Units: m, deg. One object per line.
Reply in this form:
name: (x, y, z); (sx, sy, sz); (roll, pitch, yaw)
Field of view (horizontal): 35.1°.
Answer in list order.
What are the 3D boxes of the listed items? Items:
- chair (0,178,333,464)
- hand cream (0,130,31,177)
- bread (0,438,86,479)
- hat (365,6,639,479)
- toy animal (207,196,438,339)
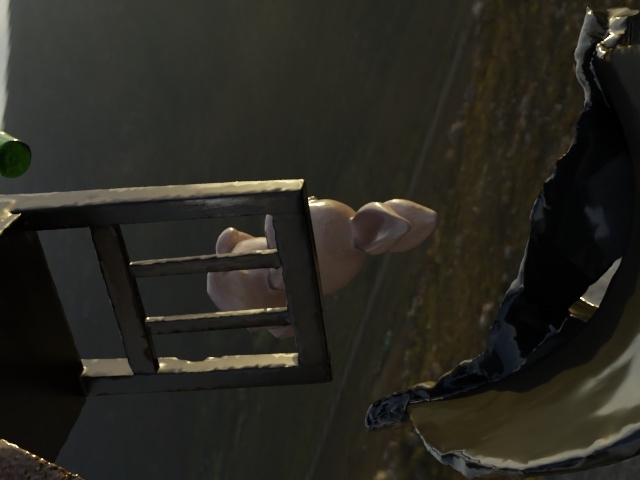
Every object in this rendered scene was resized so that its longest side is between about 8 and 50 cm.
chair: (-0.220, 0.099, 0.707); (0.240, 0.416, 0.203); (-71, -25, -57)
hand cream: (-0.207, -0.062, 0.591); (0.122, 0.036, 0.023); (24, 79, 43)
bread: (-0.131, 0.151, 0.458); (0.035, 0.090, 0.094); (105, -169, -59)
hat: (0.201, 0.032, 0.662); (0.366, 0.257, 0.382); (-63, 25, 7)
toy animal: (-0.001, -0.002, 0.942); (0.212, 0.124, 0.124); (-33, 30, 20)
